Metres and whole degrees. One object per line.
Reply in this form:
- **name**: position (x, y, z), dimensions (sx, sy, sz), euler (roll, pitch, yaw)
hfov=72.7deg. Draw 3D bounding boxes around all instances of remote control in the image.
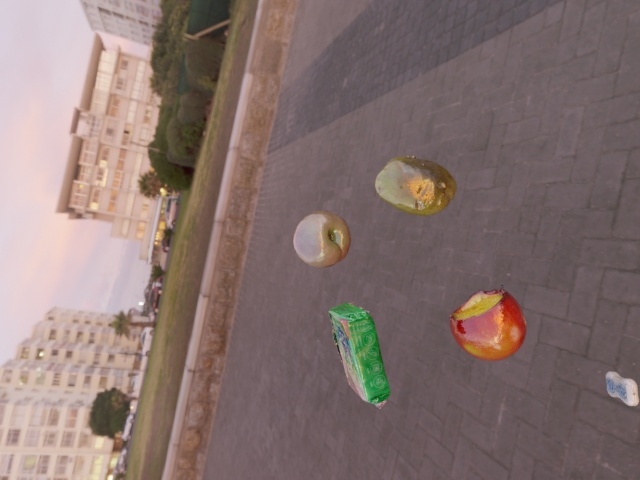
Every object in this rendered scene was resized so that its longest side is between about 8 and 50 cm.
- **remote control**: position (0.854, 0.419, 1.235), dimensions (0.122, 0.032, 0.074), euler (38, -132, -83)

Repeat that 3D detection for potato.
- **potato**: position (0.292, -0.169, 1.324), dimensions (0.197, 0.229, 0.148), euler (-47, -13, -38)

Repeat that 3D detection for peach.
- **peach**: position (0.442, 0.214, 1.161), dimensions (0.226, 0.190, 0.195), euler (67, -155, -45)
- **peach**: position (0.002, -0.001, 0.612), dimensions (0.083, 0.083, 0.082), euler (-169, 90, -71)

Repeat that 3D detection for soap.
- **soap**: position (0.121, 0.335, 1.314), dimensions (0.218, 0.098, 0.272), euler (-177, 71, -69)
